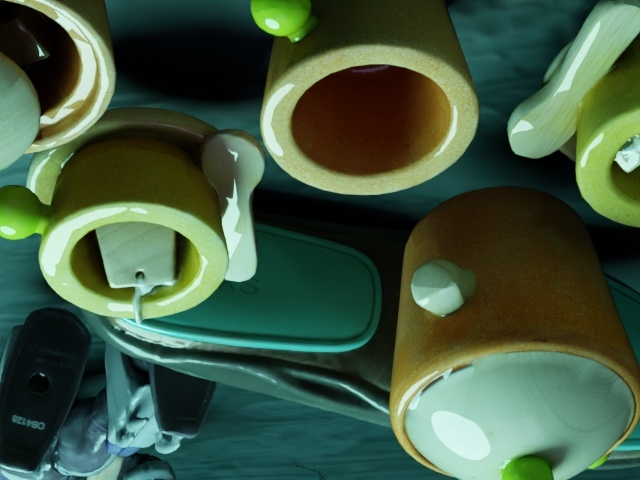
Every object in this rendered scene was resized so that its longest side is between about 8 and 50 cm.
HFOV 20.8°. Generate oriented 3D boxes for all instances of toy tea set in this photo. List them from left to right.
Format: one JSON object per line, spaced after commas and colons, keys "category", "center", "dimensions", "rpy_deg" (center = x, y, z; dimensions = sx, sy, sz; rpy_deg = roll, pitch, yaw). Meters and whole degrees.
{"category": "toy tea set", "center": [0.000, 0.000, 0.602], "dimensions": [0.336, 0.124, 0.200], "rpy_deg": [10, 139, -15]}

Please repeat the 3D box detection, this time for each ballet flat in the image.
{"category": "ballet flat", "center": [0.031, 0.039, 0.771], "dimensions": [0.280, 0.095, 0.096], "rpy_deg": [15, 163, -4]}

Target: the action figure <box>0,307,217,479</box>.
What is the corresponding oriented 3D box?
{"category": "action figure", "center": [-0.147, 0.108, 0.906], "dimensions": [0.185, 0.099, 0.285], "rpy_deg": [6, 157, -20]}
